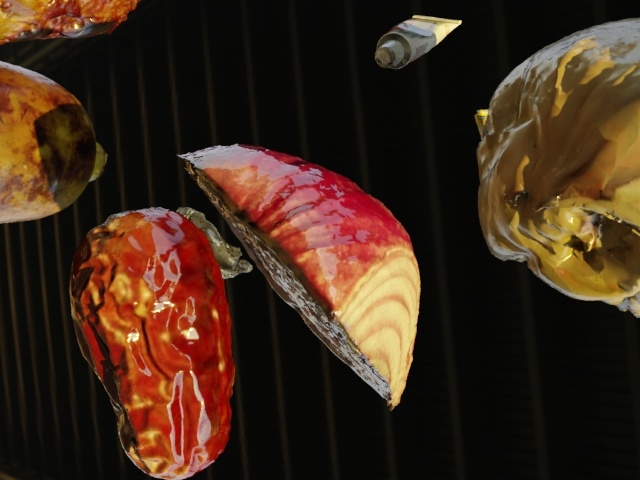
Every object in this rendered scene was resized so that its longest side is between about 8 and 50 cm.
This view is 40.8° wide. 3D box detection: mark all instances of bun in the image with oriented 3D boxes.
[{"bbox_3d":[0.256,-0.052,0.735,0.282,0.205,0.281,13,-60,24],"label":"bun"}]

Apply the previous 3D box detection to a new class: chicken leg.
[{"bbox_3d":[-0.280,-0.257,0.834,0.083,0.322,0.177,53,-55,11],"label":"chicken leg"}]

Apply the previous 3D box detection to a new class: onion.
[{"bbox_3d":[0.000,0.000,0.725,0.111,0.250,0.247,-42,-118,-5],"label":"onion"}]

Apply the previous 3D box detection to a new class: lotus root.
[{"bbox_3d":[-0.334,-0.101,0.898,0.141,0.314,0.169,5,-85,32],"label":"lotus root"}]

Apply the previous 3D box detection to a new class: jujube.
[{"bbox_3d":[-0.078,0.049,0.410,0.077,0.077,0.129,-14,-94,52],"label":"jujube"}]

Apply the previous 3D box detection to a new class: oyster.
[{"bbox_3d":[-0.120,0.006,0.908,0.038,0.081,0.083,-43,-118,41],"label":"oyster"}]

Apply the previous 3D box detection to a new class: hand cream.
[{"bbox_3d":[0.102,-0.228,0.961,0.052,0.216,0.038,39,-58,4],"label":"hand cream"}]

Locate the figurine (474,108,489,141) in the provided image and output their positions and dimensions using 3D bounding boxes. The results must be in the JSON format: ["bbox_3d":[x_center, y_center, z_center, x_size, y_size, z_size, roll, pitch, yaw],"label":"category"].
[{"bbox_3d":[0.278,-0.152,1.057,0.178,0.129,0.109,-43,-159,11],"label":"figurine"}]
